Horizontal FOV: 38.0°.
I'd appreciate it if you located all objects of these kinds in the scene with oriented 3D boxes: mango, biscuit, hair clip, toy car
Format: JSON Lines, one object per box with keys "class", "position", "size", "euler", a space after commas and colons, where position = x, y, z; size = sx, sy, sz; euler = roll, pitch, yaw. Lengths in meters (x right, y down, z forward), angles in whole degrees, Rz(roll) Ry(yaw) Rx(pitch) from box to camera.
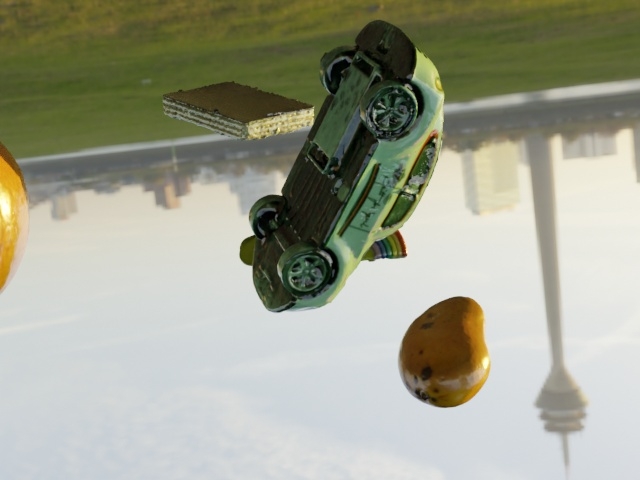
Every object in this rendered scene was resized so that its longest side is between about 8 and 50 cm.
{"class": "mango", "position": [0.153, 0.138, 1.161], "size": [0.115, 0.090, 0.178], "euler": [-16, -149, 15]}
{"class": "biscuit", "position": [-0.114, -0.176, 1.258], "size": [0.121, 0.040, 0.199], "euler": [-16, -153, -37]}
{"class": "hair clip", "position": [0.000, 0.000, 1.031], "size": [0.188, 0.060, 0.033], "euler": [-7, 168, 7]}
{"class": "toy car", "position": [0.034, -0.061, 0.929], "size": [0.125, 0.306, 0.136], "euler": [16, -160, -27]}

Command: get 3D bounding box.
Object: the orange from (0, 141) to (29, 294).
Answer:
{"class": "orange", "position": [-0.334, 0.004, 0.704], "size": [0.240, 0.171, 0.240], "euler": [-31, -174, 4]}
